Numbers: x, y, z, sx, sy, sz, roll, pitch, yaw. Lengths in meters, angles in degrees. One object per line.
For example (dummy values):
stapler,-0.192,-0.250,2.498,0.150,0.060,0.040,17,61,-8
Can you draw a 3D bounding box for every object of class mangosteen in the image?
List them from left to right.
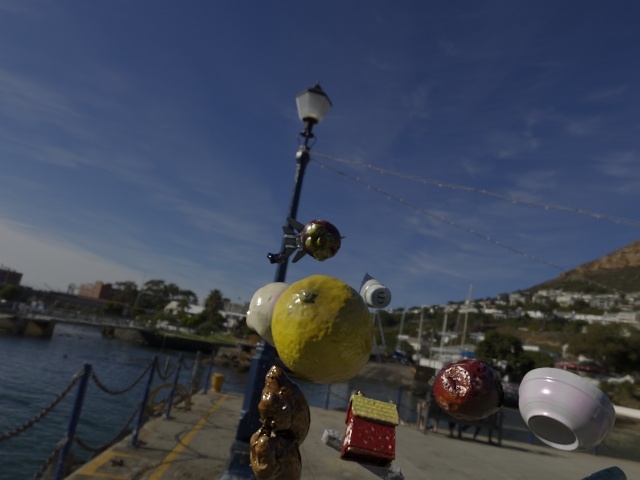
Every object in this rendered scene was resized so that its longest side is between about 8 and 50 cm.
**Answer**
mangosteen,0.000,0.000,1.799,0.166,0.166,0.180,10,7,3

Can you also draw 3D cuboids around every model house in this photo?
model house,0.197,0.727,1.797,0.195,0.254,0.160,12,-35,-1

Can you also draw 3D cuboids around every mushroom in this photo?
mushroom,-0.194,0.329,2.147,0.315,0.315,0.356,21,10,-40

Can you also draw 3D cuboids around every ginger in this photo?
ginger,-0.133,0.572,1.401,0.152,0.358,0.274,-5,-32,22

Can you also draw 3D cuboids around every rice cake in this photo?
rice cake,0.187,0.963,2.058,0.398,0.070,0.064,29,17,7

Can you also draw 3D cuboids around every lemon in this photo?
lemon,0.008,0.218,1.107,0.245,0.245,0.320,5,-38,21

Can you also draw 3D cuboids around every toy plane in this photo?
toy plane,-0.026,-0.001,1.979,0.267,0.212,0.088,-1,19,11

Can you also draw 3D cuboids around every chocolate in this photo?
chocolate,-0.210,0.080,2.187,0.072,0.070,0.147,19,-3,11

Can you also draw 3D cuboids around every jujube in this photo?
jujube,0.429,0.432,1.324,0.183,0.184,0.243,0,-22,38

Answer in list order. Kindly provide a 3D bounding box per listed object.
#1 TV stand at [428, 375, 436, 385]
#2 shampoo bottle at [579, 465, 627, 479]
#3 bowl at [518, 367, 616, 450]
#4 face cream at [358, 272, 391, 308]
TV stand,0.502,0.576,1.907,0.042,0.036,0.249,48,15,30
shampoo bottle,0.934,0.833,1.570,0.212,0.049,0.072,-19,15,-7
bowl,0.774,0.567,1.490,0.286,0.144,0.287,29,-38,26
face cream,0.188,0.197,1.729,0.089,0.143,0.314,18,-3,-6
